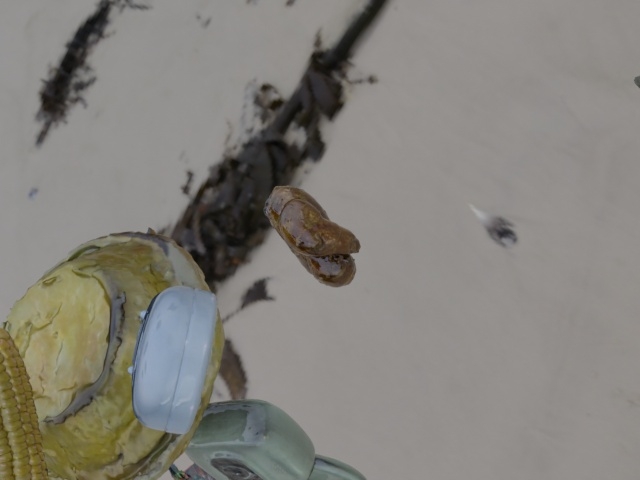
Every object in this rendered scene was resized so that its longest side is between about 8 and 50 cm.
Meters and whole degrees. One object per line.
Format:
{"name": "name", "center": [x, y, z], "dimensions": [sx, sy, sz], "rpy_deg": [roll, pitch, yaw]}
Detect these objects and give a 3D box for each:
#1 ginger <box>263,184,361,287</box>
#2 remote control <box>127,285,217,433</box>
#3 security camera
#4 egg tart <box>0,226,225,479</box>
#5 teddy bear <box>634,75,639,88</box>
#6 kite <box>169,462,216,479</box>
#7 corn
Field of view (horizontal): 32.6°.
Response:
{"name": "ginger", "center": [0.000, 0.000, 1.391], "dimensions": [0.073, 0.162, 0.103], "rpy_deg": [-40, 27, -5]}
{"name": "remote control", "center": [-0.099, 0.074, 0.715], "dimensions": [0.244, 0.047, 0.087], "rpy_deg": [157, 122, -79]}
{"name": "security camera", "center": [-0.050, 0.301, 1.412], "dimensions": [0.157, 0.301, 0.080], "rpy_deg": [-12, 50, 30]}
{"name": "egg tart", "center": [-0.277, 0.134, 1.297], "dimensions": [0.345, 0.132, 0.345], "rpy_deg": [-14, 62, 27]}
{"name": "teddy bear", "center": [0.456, -0.140, 0.896], "dimensions": [0.367, 0.224, 0.357], "rpy_deg": [-16, 59, 21]}
{"name": "kite", "center": [-0.202, 0.360, 1.619], "dimensions": [0.183, 0.010, 0.160], "rpy_deg": [-43, 83, 17]}
{"name": "corn", "center": [-0.302, 0.223, 1.011], "dimensions": [0.101, 0.101, 0.292], "rpy_deg": [-14, 81, 42]}
